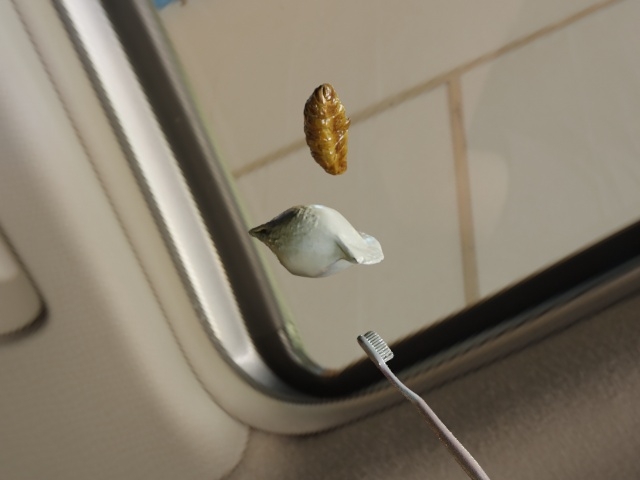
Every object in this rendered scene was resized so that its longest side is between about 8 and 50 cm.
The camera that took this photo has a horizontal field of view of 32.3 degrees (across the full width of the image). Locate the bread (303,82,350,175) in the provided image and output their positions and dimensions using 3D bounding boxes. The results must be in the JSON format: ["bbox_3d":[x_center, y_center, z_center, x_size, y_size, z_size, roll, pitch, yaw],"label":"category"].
[{"bbox_3d":[0.008,-0.228,2.210,0.076,0.233,0.105,19,-127,25],"label":"bread"}]

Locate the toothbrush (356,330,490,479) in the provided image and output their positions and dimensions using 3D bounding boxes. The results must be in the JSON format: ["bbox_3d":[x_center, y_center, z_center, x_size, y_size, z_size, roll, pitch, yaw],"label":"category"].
[{"bbox_3d":[0.151,0.238,1.504,0.030,0.025,0.307,-32,-115,-17],"label":"toothbrush"}]

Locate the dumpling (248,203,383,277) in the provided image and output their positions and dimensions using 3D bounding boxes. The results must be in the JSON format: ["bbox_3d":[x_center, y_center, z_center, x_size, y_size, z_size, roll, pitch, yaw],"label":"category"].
[{"bbox_3d":[-0.004,-0.001,1.846,0.216,0.166,0.126,-16,-92,29],"label":"dumpling"}]
